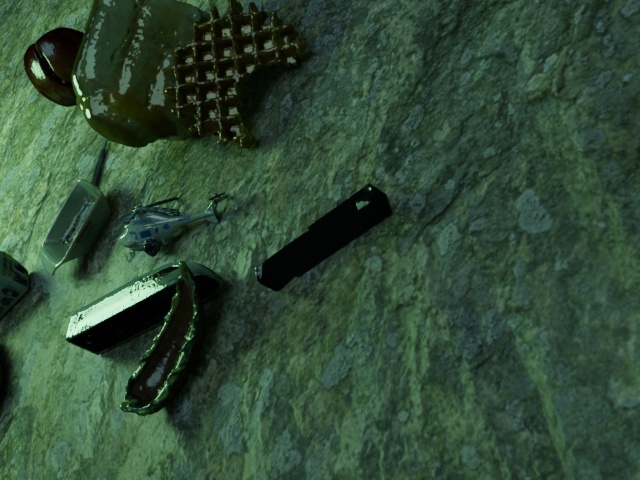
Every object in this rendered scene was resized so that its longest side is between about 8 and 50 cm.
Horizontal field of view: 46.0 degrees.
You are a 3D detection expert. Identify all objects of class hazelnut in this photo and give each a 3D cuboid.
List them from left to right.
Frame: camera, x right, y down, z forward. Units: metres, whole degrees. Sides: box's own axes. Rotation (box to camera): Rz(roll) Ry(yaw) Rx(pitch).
[{"bbox_3d":[-0.704,-0.482,2.104,0.234,0.218,0.218,-8,60,63],"label":"hazelnut"}]

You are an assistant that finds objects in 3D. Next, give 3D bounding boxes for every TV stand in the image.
[{"bbox_3d":[0.000,0.000,1.234,0.256,0.049,0.040,-35,48,25],"label":"TV stand"}]

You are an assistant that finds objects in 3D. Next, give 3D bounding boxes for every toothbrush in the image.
[{"bbox_3d":[-0.561,-0.211,1.922,0.019,0.016,0.220,-15,57,40],"label":"toothbrush"}]

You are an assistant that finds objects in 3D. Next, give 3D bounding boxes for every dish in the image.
[{"bbox_3d":[-0.580,-0.022,1.796,0.154,0.064,0.234,26,86,48],"label":"dish"}]

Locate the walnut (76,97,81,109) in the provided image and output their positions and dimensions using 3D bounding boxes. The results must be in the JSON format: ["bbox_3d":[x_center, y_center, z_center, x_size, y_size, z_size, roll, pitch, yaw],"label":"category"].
[{"bbox_3d":[-0.505,-0.379,1.830,0.213,0.213,0.213,-23,53,34],"label":"walnut"}]

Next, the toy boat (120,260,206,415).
[{"bbox_3d":[-0.263,0.180,1.348,0.108,0.099,0.293,30,99,47],"label":"toy boat"}]

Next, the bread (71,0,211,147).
[{"bbox_3d":[-0.382,-0.359,1.668,0.210,0.300,0.342,111,169,-80],"label":"bread"}]

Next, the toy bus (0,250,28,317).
[{"bbox_3d":[-0.885,0.160,1.931,0.329,0.136,0.109,-40,43,21],"label":"toy bus"}]

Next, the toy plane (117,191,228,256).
[{"bbox_3d":[-0.303,-0.035,1.543,0.273,0.107,0.182,-13,12,10],"label":"toy plane"}]

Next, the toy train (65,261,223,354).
[{"bbox_3d":[-0.337,0.115,1.470,0.406,0.086,0.088,-26,46,31],"label":"toy train"}]

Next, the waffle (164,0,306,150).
[{"bbox_3d":[-0.183,-0.342,1.527,0.259,0.069,0.293,33,89,16],"label":"waffle"}]

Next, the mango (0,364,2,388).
[{"bbox_3d":[-0.836,0.322,1.808,0.156,0.114,0.251,-45,42,4],"label":"mango"}]
